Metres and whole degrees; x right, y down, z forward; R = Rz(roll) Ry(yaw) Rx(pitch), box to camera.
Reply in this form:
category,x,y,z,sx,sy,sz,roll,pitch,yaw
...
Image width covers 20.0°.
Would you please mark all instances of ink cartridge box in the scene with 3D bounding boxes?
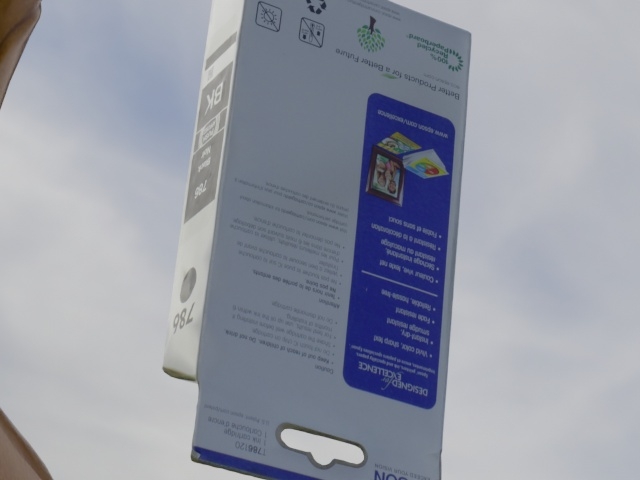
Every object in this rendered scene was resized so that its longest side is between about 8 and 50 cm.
category,x,y,z,sx,sy,sz,roll,pitch,yaw
ink cartridge box,0.000,0.000,1.085,0.165,0.333,0.065,19,-29,-24

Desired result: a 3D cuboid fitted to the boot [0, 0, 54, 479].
category,x,y,z,sx,sy,sz,roll,pitch,yaw
boot,-0.103,-0.038,0.460,0.295,0.211,0.104,43,-2,-42
